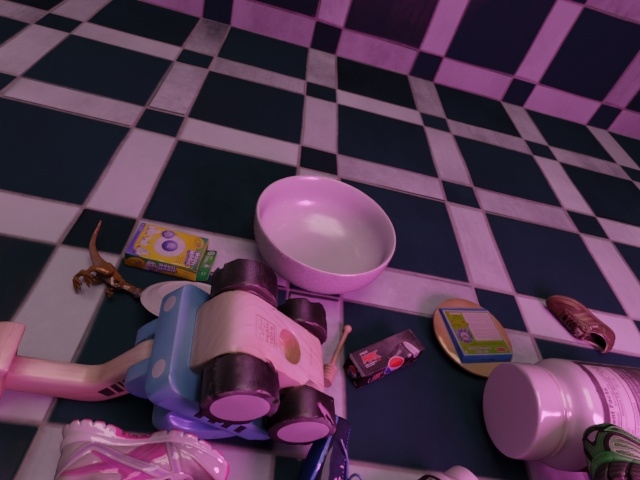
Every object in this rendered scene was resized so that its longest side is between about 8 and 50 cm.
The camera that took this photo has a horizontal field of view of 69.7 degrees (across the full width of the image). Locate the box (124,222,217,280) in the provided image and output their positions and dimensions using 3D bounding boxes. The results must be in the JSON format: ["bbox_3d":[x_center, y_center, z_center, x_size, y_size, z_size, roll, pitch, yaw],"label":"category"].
[{"bbox_3d":[-0.325,0.027,1.019,0.179,0.043,0.105,15,41,-8],"label":"box"}]

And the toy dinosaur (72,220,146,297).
[{"bbox_3d":[-0.444,0.060,0.936,0.211,0.064,0.112,45,28,13],"label":"toy dinosaur"}]

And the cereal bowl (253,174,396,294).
[{"bbox_3d":[0.000,0.000,1.101,0.338,0.141,0.339,11,41,-10],"label":"cereal bowl"}]

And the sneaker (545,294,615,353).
[{"bbox_3d":[0.673,0.215,1.194,0.188,0.066,0.071,35,44,17],"label":"sneaker"}]

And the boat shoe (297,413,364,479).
[{"bbox_3d":[0.005,0.409,0.714,0.089,0.109,0.258,26,57,-4],"label":"boat shoe"}]

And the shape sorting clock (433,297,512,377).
[{"bbox_3d":[0.355,0.225,1.076,0.206,0.040,0.206,14,41,-13],"label":"shape sorting clock"}]

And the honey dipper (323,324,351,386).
[{"bbox_3d":[0.034,0.232,0.954,0.030,0.031,0.161,25,37,5],"label":"honey dipper"}]

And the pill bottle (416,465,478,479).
[{"bbox_3d":[0.170,0.438,0.723,0.193,0.108,0.108,-13,51,-33],"label":"pill bottle"}]

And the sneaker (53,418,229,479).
[{"bbox_3d":[-0.262,0.343,0.670,0.252,0.103,0.111,8,46,-4],"label":"sneaker"}]

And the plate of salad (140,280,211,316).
[{"bbox_3d":[-0.252,0.130,0.910,0.199,0.048,0.200,15,14,-4],"label":"plate of salad"}]

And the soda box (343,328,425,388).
[{"bbox_3d":[0.134,0.244,0.958,0.168,0.053,0.060,-14,51,-32],"label":"soda box"}]

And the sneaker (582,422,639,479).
[{"bbox_3d":[0.565,0.402,0.719,0.343,0.134,0.146,36,30,-7],"label":"sneaker"}]

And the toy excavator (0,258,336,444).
[{"bbox_3d":[-0.255,0.211,0.733,0.433,0.445,0.223,43,29,-40],"label":"toy excavator"}]

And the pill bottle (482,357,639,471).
[{"bbox_3d":[0.522,0.339,0.895,0.360,0.204,0.204,9,42,-12],"label":"pill bottle"}]
